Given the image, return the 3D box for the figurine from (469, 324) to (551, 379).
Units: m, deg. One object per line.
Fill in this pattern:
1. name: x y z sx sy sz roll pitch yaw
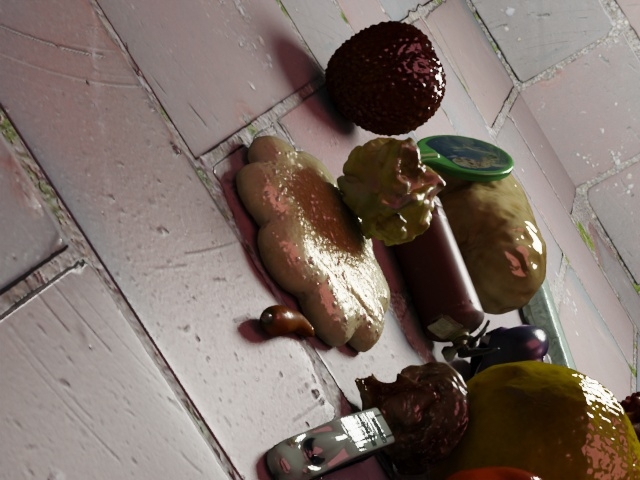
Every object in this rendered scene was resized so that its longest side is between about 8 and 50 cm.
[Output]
1. figurine: 0.302 0.197 2.055 0.145 0.145 0.222 66 15 16

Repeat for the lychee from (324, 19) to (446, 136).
1. lychee: 0.104 -0.257 2.140 0.194 0.194 0.194 50 22 -28

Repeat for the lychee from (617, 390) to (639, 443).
1. lychee: 0.584 0.432 2.046 0.500 0.424 0.424 26 33 -22

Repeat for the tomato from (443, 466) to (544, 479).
1. tomato: 0.187 0.372 1.427 0.260 0.180 0.259 17 49 -21

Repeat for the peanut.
1. peanut: 0.262 -0.021 2.234 0.192 0.169 0.387 20 29 -17

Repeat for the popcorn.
1. popcorn: 0.093 -0.066 1.776 0.126 0.126 0.145 -7 91 -45

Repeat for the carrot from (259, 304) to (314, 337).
1. carrot: -0.036 0.093 1.521 0.035 0.035 0.142 66 15 15

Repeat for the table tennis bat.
1. table tennis bat: 0.200 -0.135 2.214 0.257 0.039 0.160 -7 31 -28

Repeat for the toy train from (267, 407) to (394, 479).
1. toy train: 0.012 0.219 1.431 0.052 0.051 0.234 61 19 13

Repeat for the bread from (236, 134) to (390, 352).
1. bread: 0.000 0.000 1.713 0.316 0.054 0.316 50 24 -31

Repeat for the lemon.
1. lemon: 0.264 0.280 1.657 0.268 0.268 0.321 44 29 -39

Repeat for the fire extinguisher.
1. fire extinguisher: 0.180 0.062 1.993 0.105 0.105 0.269 30 37 -56

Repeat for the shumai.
1. shumai: 0.111 0.209 1.603 0.105 0.123 0.139 14 63 -50

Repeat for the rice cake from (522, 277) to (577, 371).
1. rice cake: 0.423 0.173 2.509 0.066 0.063 0.336 37 30 -43
